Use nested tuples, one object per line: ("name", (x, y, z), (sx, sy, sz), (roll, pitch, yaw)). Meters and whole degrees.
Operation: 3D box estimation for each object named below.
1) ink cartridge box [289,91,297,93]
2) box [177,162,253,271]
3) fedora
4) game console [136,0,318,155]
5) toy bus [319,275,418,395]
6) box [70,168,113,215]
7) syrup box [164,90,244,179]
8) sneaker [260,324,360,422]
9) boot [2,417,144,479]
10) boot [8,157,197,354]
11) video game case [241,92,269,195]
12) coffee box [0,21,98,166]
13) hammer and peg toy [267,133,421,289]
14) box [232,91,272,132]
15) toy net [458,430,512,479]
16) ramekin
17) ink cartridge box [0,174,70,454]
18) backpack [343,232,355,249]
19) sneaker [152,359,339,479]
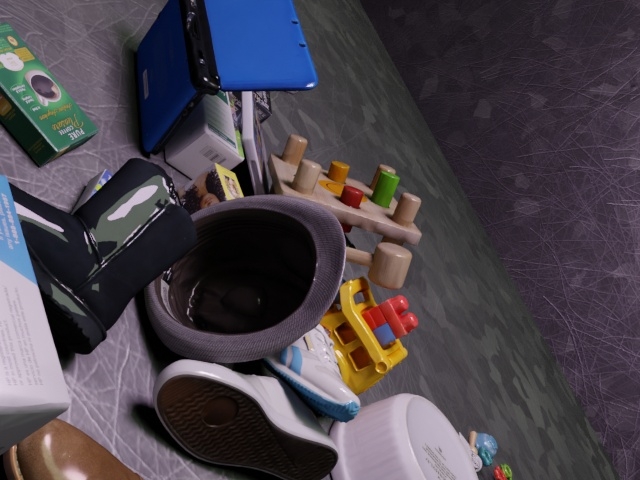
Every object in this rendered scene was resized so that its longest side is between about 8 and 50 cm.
("ink cartridge box", (-0.140, -0.489, 1.863), (0.225, 0.056, 0.181), (62, 22, 10))
("box", (-0.143, 0.001, 1.114), (0.058, 0.087, 0.232), (25, 36, -56))
("fedora", (-0.089, 0.065, 0.952), (0.124, 0.275, 0.244), (66, 24, -54))
("game console", (-0.167, -0.287, 1.207), (0.173, 0.250, 0.293), (21, 38, -35))
("toy bus", (0.042, 0.129, 1.154), (0.220, 0.211, 0.149), (58, 23, 10))
("box", (-0.265, -0.013, 0.933), (0.109, 0.042, 0.178), (46, 24, -25))
("syrup box", (-0.210, -0.217, 1.266), (0.093, 0.096, 0.237), (36, 30, -43))
("sneaker", (-0.016, 0.162, 0.999), (0.228, 0.092, 0.087), (32, -21, 47))
("boot", (-0.155, 0.260, 0.682), (0.305, 0.115, 0.112), (49, 24, -15))
("boot", (-0.263, -0.029, 0.792), (0.246, 0.094, 0.207), (54, 47, -22))
("video game case", (-0.122, -0.171, 1.365), (0.201, 0.023, 0.184), (-97, 179, -49))
("coffee box", (-0.381, -0.189, 0.938), (0.184, 0.040, 0.113), (51, 22, -12))
("hammer and peg toy", (0.037, -0.063, 1.244), (0.265, 0.127, 0.361), (17, 18, -14))
("box", (-0.189, -0.328, 1.493), (0.180, 0.077, 0.147), (39, 27, -36))
("toy net", (0.326, 0.457, 1.517), (0.232, 0.045, 0.122), (18, 45, -55))
("ramekin", (0.143, 0.365, 1.141), (0.273, 0.127, 0.273), (45, 23, -26))
("ink cartridge box", (-0.344, 0.060, 0.448), (0.270, 0.197, 0.198), (16, 45, -59))
("backpack", (0.000, 0.000, 1.416), (0.105, 0.084, 0.114), (60, 18, 5))
("sneaker", (-0.103, 0.211, 0.913), (0.290, 0.106, 0.123), (41, 8, -38))
